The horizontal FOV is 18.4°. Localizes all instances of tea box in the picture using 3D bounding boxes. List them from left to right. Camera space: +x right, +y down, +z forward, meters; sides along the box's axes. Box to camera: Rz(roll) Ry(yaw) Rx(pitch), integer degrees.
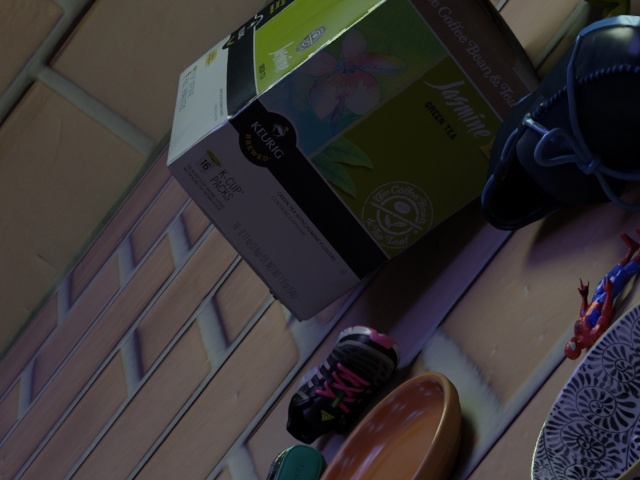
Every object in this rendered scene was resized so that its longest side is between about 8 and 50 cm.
[{"bbox_3d":[0.038,-0.141,1.996,0.323,0.220,0.329,-37,17,12],"label":"tea box"}]

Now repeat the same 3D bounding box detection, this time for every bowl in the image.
[{"bbox_3d":[0.212,0.114,1.210,0.170,0.080,0.170,-48,15,17],"label":"bowl"}]

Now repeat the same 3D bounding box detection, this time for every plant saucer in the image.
[{"bbox_3d":[0.053,0.198,1.623,0.200,0.037,0.200,-48,14,17],"label":"plant saucer"}]

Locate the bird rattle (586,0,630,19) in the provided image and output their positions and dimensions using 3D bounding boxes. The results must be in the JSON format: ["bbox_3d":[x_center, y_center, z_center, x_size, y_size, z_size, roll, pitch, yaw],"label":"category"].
[{"bbox_3d":[0.217,-0.266,1.789,0.207,0.253,0.143,35,94,37],"label":"bird rattle"}]

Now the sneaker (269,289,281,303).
[{"bbox_3d":[0.000,0.000,2.232,0.162,0.063,0.073,-46,12,27],"label":"sneaker"}]

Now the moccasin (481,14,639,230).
[{"bbox_3d":[0.223,-0.075,1.599,0.117,0.137,0.342,-62,2,-17],"label":"moccasin"}]

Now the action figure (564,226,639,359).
[{"bbox_3d":[0.214,0.042,1.498,0.038,0.030,0.115,-15,42,61],"label":"action figure"}]

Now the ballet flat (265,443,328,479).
[{"bbox_3d":[-0.041,0.268,1.740,0.070,0.070,0.188,-34,22,54],"label":"ballet flat"}]

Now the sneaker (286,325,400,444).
[{"bbox_3d":[0.017,0.140,1.833,0.170,0.063,0.075,-44,15,51],"label":"sneaker"}]
